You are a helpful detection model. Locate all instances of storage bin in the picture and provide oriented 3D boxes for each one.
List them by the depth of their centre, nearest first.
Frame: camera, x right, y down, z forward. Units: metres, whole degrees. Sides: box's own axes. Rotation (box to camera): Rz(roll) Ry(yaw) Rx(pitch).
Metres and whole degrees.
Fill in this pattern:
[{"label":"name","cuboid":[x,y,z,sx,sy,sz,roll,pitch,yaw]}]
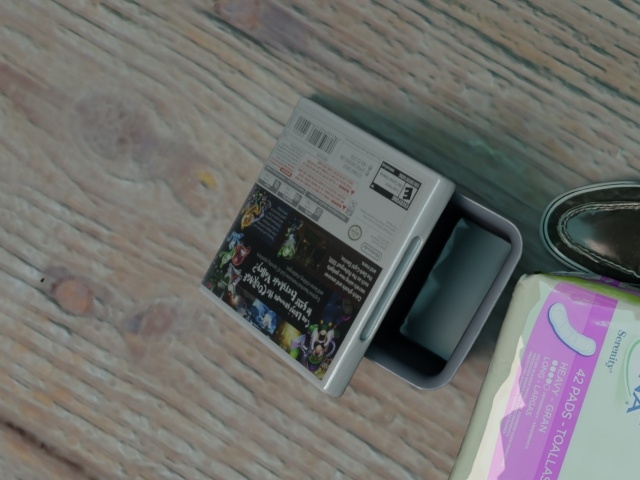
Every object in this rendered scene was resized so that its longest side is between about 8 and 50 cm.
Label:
[{"label":"storage bin","cuboid":[0.086,0.033,1.273,0.098,0.091,0.135,30,94,14]}]

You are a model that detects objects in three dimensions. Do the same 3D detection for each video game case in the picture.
[{"label":"video game case","cuboid":[0.000,0.000,1.280,0.190,0.022,0.173,35,98,50]}]

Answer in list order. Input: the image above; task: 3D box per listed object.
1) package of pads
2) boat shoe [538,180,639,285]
[{"label":"package of pads","cuboid":[0.249,0.160,1.221,0.297,0.101,0.229,20,94,14]},{"label":"boat shoe","cuboid":[0.261,0.000,1.239,0.219,0.070,0.077,8,90,15]}]
